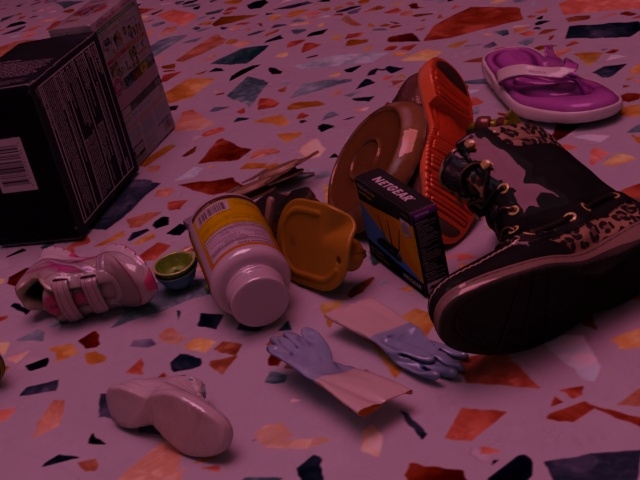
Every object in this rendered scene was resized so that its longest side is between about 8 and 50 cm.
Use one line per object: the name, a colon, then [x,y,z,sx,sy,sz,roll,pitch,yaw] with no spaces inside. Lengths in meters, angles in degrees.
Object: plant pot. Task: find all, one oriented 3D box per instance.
plant pot: [0.079,-0.121,1.779,0.236,0.032,0.236,-43,32,35]

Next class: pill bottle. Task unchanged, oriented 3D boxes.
pill bottle: [-0.113,0.029,1.625,0.117,0.117,0.215,-17,36,-9]

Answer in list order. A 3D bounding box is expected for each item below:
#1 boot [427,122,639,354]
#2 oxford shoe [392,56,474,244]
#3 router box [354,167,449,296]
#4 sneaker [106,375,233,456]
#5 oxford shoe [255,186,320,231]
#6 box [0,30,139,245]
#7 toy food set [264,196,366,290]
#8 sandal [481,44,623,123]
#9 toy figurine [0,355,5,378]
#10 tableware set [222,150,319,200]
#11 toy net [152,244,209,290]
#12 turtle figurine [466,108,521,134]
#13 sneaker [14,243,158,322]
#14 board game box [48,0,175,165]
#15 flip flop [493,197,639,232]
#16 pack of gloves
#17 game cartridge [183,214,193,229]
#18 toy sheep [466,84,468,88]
boot: [0.245,-0.016,1.457,0.377,0.138,0.284,-20,45,-22]
oxford shoe: [0.169,-0.124,1.791,0.133,0.130,0.363,-32,36,35]
router box: [0.115,-0.014,1.607,0.046,0.133,0.179,-21,26,-16]
sneaker: [-0.167,0.199,1.384,0.212,0.080,0.094,11,23,43]
oxford shoe: [-0.061,-0.033,1.814,0.076,0.076,0.212,-52,25,-21]
box: [-0.497,-0.188,2.064,0.183,0.296,0.294,-5,26,18]
toy food set: [0.000,0.000,1.663,0.071,0.128,0.218,-5,13,-35]
sandal: [0.405,-0.312,2.108,0.169,0.102,0.416,-19,27,-13]
toy figurine: [-0.623,0.118,1.640,0.363,0.191,0.217,-10,21,4]
tableware set: [-0.089,-0.096,1.967,0.128,0.039,0.194,-17,12,32]
toy net: [-0.172,0.005,1.787,0.122,0.045,0.232,-4,31,20]
turtle figurine: [0.217,-0.165,1.922,0.217,0.087,0.269,11,57,34]
sneaker: [-0.356,0.075,1.702,0.252,0.103,0.111,-3,31,34]
board game box: [-0.413,-0.319,2.277,0.097,0.303,0.224,-4,27,18]
flip flop: [0.377,-0.049,1.615,0.277,0.080,0.112,-2,28,21]
pack of gloves: [0.057,0.154,1.422,0.195,0.046,0.232,-15,26,-31]
game cartridge: [-0.194,-0.030,1.921,0.056,0.017,0.083,-35,33,-31]
toy sheep: [0.231,-0.287,2.164,0.132,0.091,0.091,20,41,40]
